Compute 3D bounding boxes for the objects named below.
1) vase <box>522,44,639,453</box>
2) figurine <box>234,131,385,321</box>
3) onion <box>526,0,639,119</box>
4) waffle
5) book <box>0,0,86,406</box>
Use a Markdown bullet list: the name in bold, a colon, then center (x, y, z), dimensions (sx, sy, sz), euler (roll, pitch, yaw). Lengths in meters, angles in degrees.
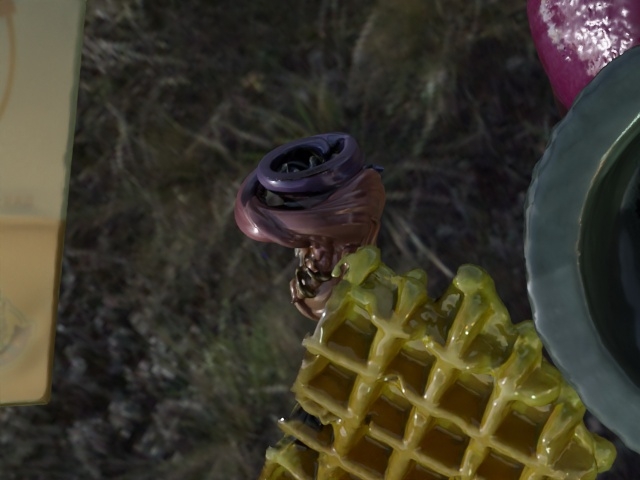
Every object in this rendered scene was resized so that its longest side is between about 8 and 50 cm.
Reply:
- **vase**: center (0.264, -0.017, 0.775), dimensions (0.245, 0.291, 0.245), euler (6, 104, 23)
- **figurine**: center (0.004, -0.004, 1.118), dimensions (0.126, 0.114, 0.157), euler (-23, 95, -27)
- **onion**: center (0.336, -0.201, 1.038), dimensions (0.347, 0.385, 0.348), euler (3, 75, -13)
- **waffle**: center (0.060, 0.145, 0.960), dimensions (0.283, 0.309, 0.065), euler (-12, 24, 35)
- **book**: center (-0.209, -0.052, 0.619), dimensions (0.020, 0.207, 0.295), euler (-133, 46, -56)
